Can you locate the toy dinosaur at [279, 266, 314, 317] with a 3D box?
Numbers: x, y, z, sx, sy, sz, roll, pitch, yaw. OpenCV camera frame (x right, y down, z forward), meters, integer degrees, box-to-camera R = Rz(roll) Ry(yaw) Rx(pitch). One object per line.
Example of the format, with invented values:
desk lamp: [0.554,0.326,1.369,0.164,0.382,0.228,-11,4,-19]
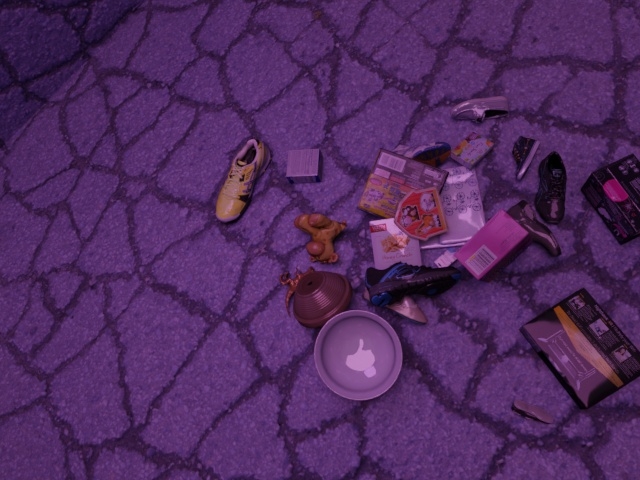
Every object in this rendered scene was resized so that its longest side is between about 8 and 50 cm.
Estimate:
toy dinosaur: [-0.107,0.174,1.854,0.112,0.064,0.211,32,81,20]

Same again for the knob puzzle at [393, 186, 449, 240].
knob puzzle: [0.357,-0.091,1.733,0.213,0.030,0.213,0,89,-11]

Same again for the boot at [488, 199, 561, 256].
boot: [0.727,-0.012,1.731,0.161,0.083,0.246,-35,65,11]

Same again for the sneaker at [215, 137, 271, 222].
sneaker: [-0.345,-0.259,2.017,0.145,0.147,0.384,19,77,17]

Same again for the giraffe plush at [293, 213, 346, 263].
giraffe plush: [0.000,0.000,1.858,0.210,0.181,0.170,11,82,-19]

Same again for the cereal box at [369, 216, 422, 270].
cereal box: [0.280,0.035,1.782,0.173,0.047,0.240,-8,90,11]

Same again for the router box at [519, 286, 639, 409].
router box: [0.848,0.346,1.562,0.243,0.081,0.309,-32,67,1]

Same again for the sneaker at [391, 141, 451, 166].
sneaker: [0.358,-0.340,1.898,0.296,0.112,0.131,-17,49,7]

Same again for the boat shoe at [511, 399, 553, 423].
boat shoe: [0.679,0.557,1.550,0.125,0.038,0.046,20,35,13]

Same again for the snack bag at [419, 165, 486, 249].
snack bag: [0.442,-0.123,1.847,0.342,0.037,0.323,-7,70,11]

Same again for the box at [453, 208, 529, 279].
box: [0.585,0.027,1.620,0.213,0.243,0.117,-47,67,14]

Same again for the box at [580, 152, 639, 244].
box: [1.053,-0.140,1.655,0.163,0.142,0.247,-25,69,2]

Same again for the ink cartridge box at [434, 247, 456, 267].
ink cartridge box: [0.464,0.072,1.776,0.083,0.028,0.048,-39,67,-3]

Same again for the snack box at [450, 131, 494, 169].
snack box: [0.589,-0.349,1.874,0.100,0.037,0.141,39,70,24]

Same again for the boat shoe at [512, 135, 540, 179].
boat shoe: [0.759,-0.313,1.829,0.083,0.065,0.183,25,71,21]

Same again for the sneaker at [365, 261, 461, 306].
sneaker: [0.322,0.123,1.685,0.341,0.125,0.139,-9,50,-9]

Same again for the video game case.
video game case: [0.307,-0.186,1.818,0.275,0.035,0.248,23,97,15]

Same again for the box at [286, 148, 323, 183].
box: [-0.065,-0.309,2.009,0.137,0.072,0.126,-1,71,14]

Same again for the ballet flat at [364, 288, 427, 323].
ballet flat: [0.274,0.219,1.732,0.248,0.086,0.086,21,77,18]

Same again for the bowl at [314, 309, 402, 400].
bowl: [0.131,0.391,1.671,0.298,0.134,0.298,-1,80,5]

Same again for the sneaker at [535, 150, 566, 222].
sneaker: [0.835,-0.195,1.745,0.101,0.106,0.267,0,72,12]

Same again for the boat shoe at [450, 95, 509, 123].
boat shoe: [0.636,-0.511,1.915,0.227,0.079,0.081,-9,65,6]

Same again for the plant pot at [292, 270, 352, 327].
plant pot: [-0.012,0.189,1.741,0.237,0.110,0.237,-22,35,17]
